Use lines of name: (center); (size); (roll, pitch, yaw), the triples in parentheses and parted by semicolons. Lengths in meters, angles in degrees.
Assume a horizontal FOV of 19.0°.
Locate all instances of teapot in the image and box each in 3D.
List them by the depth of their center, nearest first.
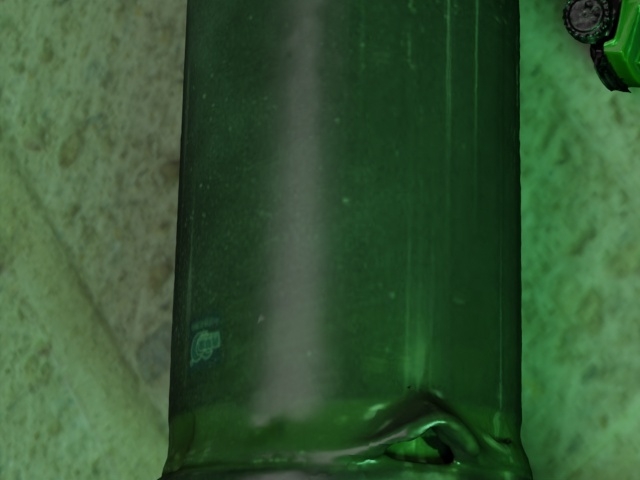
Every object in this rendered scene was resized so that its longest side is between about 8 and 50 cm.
teapot: (0.000, 0.000, 0.969); (0.270, 0.200, 0.337); (-23, 62, 59)

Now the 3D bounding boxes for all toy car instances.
toy car: (0.167, -0.157, 0.954); (0.062, 0.071, 0.165); (6, 79, 24)
